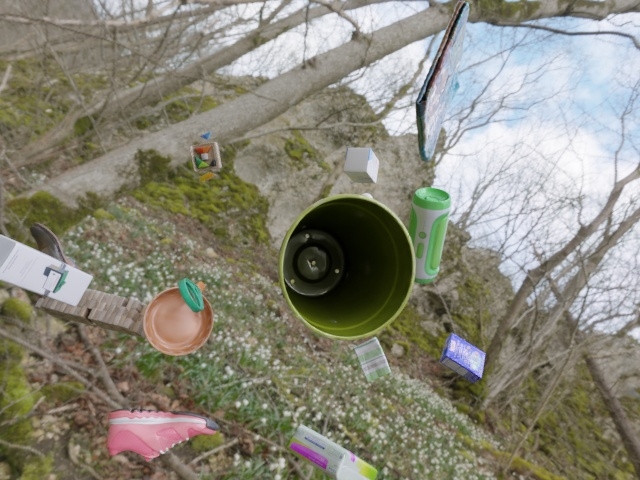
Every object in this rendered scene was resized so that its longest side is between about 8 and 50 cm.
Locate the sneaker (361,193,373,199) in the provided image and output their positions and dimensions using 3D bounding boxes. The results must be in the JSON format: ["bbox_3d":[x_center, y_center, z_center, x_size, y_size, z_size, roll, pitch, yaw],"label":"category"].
[{"bbox_3d":[0.190,-0.140,1.759,0.080,0.094,0.212,11,-33,11],"label":"sneaker"}]

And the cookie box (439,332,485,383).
[{"bbox_3d":[0.390,0.321,1.148,0.107,0.092,0.040,33,-49,6],"label":"cookie box"}]

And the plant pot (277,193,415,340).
[{"bbox_3d":[0.023,0.069,1.213,0.367,0.366,0.353,64,-16,-7],"label":"plant pot"}]

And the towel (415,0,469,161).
[{"bbox_3d":[0.315,-0.384,1.095,0.040,0.272,0.370,22,-3,16],"label":"towel"}]

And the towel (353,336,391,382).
[{"bbox_3d":[0.207,0.484,1.699,0.023,0.113,0.152,27,36,-61],"label":"towel"}]

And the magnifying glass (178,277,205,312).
[{"bbox_3d":[-0.337,0.138,1.124,0.092,0.026,0.231,61,-5,-5],"label":"magnifying glass"}]

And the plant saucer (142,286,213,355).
[{"bbox_3d":[-0.420,0.238,1.240,0.200,0.200,0.037,61,-29,-2],"label":"plant saucer"}]

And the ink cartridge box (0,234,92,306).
[{"bbox_3d":[-0.714,0.071,1.036,0.160,0.093,0.219,15,-18,27],"label":"ink cartridge box"}]

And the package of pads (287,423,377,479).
[{"bbox_3d":[0.040,0.771,1.473,0.229,0.101,0.296,10,-31,38],"label":"package of pads"}]

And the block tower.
[{"bbox_3d":[-0.695,0.212,1.301,0.335,0.097,0.091,9,-31,9],"label":"block tower"}]

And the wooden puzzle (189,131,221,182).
[{"bbox_3d":[-0.293,-0.212,1.067,0.014,0.078,0.116,-64,139,-80],"label":"wooden puzzle"}]

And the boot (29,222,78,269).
[{"bbox_3d":[-0.856,0.045,1.289,0.219,0.106,0.082,50,-52,3],"label":"boot"}]

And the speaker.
[{"bbox_3d":[0.336,-0.013,1.339,0.131,0.131,0.297,36,-45,43],"label":"speaker"}]

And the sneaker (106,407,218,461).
[{"bbox_3d":[-0.463,0.572,1.230,0.116,0.313,0.136,142,-43,-61],"label":"sneaker"}]

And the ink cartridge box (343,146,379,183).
[{"bbox_3d":[0.154,-0.269,1.532,0.089,0.092,0.143,6,-9,24],"label":"ink cartridge box"}]

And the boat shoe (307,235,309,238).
[{"bbox_3d":[0.000,0.000,1.596,0.104,0.285,0.089,43,-11,-12],"label":"boat shoe"}]
